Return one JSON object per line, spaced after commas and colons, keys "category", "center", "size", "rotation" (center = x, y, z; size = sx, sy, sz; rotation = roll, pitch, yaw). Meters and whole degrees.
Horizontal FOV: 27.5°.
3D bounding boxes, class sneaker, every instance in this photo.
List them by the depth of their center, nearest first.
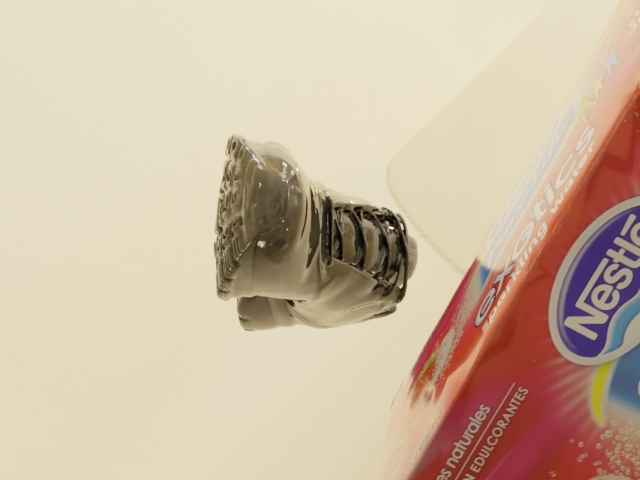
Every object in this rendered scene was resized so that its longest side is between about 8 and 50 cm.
{"category": "sneaker", "center": [0.000, 0.000, 0.869], "size": [0.130, 0.286, 0.109], "rotation": [3, -99, 4]}

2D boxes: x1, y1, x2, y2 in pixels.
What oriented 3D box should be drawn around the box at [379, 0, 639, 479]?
{"category": "box", "center": [0.129, 0.013, 0.481], "size": [0.123, 0.128, 0.257], "rotation": [27, -73, -2]}
